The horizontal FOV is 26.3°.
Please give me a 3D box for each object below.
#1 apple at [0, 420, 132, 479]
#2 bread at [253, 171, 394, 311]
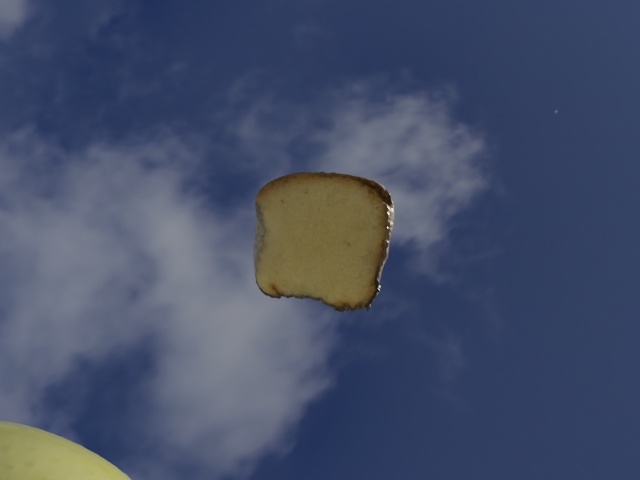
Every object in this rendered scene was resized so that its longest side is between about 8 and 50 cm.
[{"bbox_3d":[-0.237,0.271,0.998,0.279,0.279,0.279,1,-85,10],"label":"apple"},{"bbox_3d":[0.000,0.000,1.267,0.129,0.044,0.126,7,-92,-1],"label":"bread"}]
